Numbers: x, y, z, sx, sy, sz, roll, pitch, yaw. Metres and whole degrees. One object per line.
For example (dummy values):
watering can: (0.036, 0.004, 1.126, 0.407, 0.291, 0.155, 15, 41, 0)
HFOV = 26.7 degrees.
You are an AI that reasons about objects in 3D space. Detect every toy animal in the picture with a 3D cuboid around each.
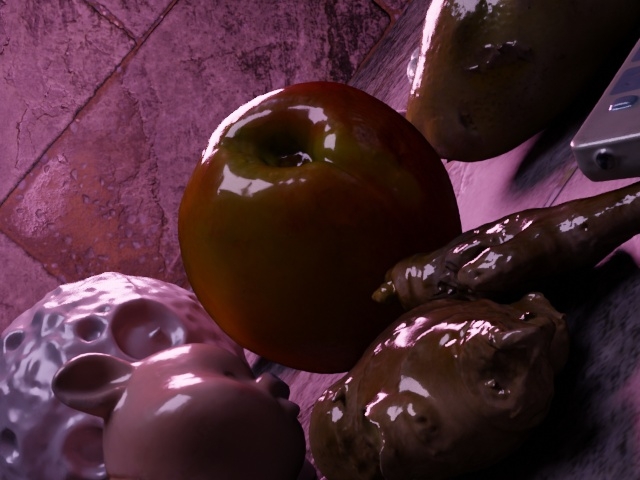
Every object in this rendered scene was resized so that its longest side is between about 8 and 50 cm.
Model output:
toy animal: (-0.146, 0.256, 1.301, 0.326, 0.269, 0.237, -44, -32, 5)

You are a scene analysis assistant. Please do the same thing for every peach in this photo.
peach: (0.000, 0.000, 1.428, 0.308, 0.308, 0.332, -58, -29, -37)

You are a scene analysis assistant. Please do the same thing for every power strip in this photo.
power strip: (0.300, -0.133, 1.105, 0.118, 0.046, 0.270, -7, 32, 40)

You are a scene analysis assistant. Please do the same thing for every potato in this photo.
potato: (0.222, -0.225, 1.538, 0.351, 0.202, 0.218, -53, 47, 17)

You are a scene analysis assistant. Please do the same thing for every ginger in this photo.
ginger: (0.164, 0.018, 1.156, 0.166, 0.080, 0.333, -26, 4, -26)
ginger: (0.112, 0.108, 1.005, 0.219, 0.123, 0.270, -35, 8, -27)

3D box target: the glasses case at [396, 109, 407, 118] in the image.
glasses case: (0.062, -0.146, 2.085, 0.113, 0.075, 0.297, -27, -2, 33)

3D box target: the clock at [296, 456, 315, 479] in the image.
clock: (-0.061, 0.271, 1.408, 0.129, 0.041, 0.087, -45, 14, 0)

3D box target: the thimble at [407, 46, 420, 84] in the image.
thimble: (0.212, -0.231, 1.743, 0.185, 0.149, 0.211, -38, 15, 44)

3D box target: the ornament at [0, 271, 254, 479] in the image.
ornament: (-0.235, 0.198, 1.604, 0.337, 0.337, 0.337, -48, 10, 11)
